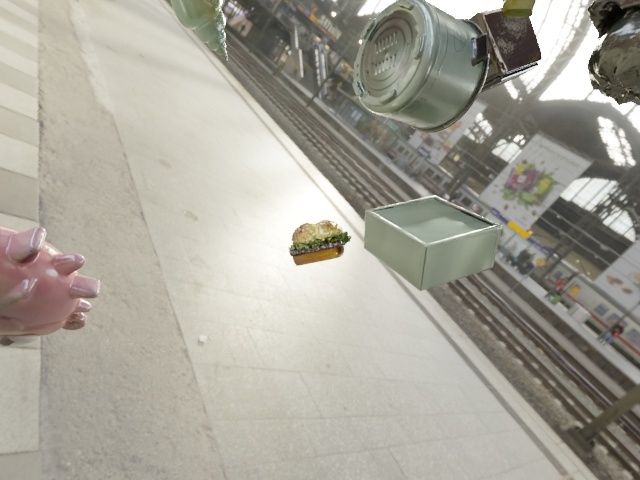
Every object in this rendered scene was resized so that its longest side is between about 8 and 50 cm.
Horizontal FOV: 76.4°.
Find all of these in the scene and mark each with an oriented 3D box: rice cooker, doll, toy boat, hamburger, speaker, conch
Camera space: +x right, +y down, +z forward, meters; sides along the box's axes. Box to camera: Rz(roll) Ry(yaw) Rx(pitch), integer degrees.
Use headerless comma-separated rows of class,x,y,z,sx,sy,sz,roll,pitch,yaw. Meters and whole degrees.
rice cooker,0.213,-0.364,0.861,0.226,0.242,0.280,4,-7,-34
doll,-0.374,0.044,0.452,0.262,0.211,0.093,65,6,-51
toy boat,0.356,-0.437,0.723,0.064,0.066,0.172,8,21,16
hamburger,0.000,0.000,0.881,0.166,0.137,0.088,-6,85,-84
speaker,0.465,-0.521,1.116,0.230,0.153,0.193,-28,98,-31
conch,-0.157,-0.328,0.548,0.065,0.088,0.180,21,-29,26

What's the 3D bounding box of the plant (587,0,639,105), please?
plant,0.467,-0.302,0.540,0.141,0.256,0.164,28,6,-42

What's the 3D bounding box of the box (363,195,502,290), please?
box,0.258,-0.002,0.980,0.224,0.118,0.225,-13,30,-25
